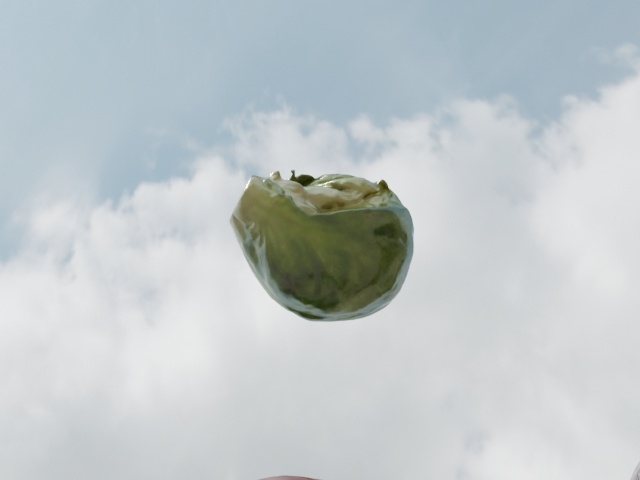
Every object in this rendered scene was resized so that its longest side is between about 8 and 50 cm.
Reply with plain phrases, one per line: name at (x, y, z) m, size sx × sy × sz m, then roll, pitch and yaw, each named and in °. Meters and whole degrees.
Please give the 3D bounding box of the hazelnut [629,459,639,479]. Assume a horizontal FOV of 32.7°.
hazelnut at (0.421, 0.260, 1.159) m, size 0.204 × 0.178 × 0.178 m, roll -30°, pitch -70°, yaw 9°

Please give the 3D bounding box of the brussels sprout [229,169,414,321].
brussels sprout at (0.000, 0.008, 1.070) m, size 0.183 × 0.131 × 0.146 m, roll 6°, pitch -79°, yaw 7°

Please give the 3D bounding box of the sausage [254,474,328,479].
sausage at (0.017, 0.183, 0.463) m, size 0.268 × 0.141 × 0.153 m, roll 34°, pitch -99°, yaw -58°
